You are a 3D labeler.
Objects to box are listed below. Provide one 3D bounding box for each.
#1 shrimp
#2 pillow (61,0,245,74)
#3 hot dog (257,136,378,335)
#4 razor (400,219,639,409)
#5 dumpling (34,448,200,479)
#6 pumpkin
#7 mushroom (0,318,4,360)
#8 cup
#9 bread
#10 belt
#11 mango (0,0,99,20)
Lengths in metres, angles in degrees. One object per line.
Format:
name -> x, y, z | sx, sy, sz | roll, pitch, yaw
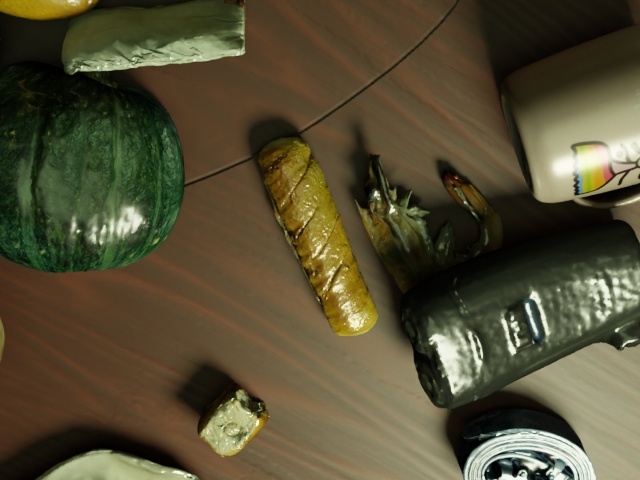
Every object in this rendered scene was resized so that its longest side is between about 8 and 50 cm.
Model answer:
shrimp -> 0.152, -0.019, 1.673 | 0.173, 0.058, 0.253 | -26, 107, -5
pillow -> -0.204, -0.255, 1.561 | 0.229, 0.128, 0.051 | -8, 134, -2
hot dog -> 0.001, -0.001, 1.666 | 0.088, 0.061, 0.286 | -30, 105, -7
razor -> 0.271, 0.093, 1.661 | 0.327, 0.107, 0.189 | -19, 113, -8
dumpling -> -0.276, 0.417, 1.708 | 0.341, 0.181, 0.260 | 17, 82, 22
pumpkin -> -0.311, -0.085, 1.559 | 0.293, 0.197, 0.263 | 10, 101, -8
mushroom -> -0.521, 0.123, 1.603 | 0.254, 0.184, 0.255 | -2, 103, -6
cup -> 0.349, -0.132, 1.602 | 0.200, 0.191, 0.253 | -18, 137, 5
bread -> -0.116, 0.246, 1.714 | 0.076, 0.070, 0.083 | 42, 101, -11
belt -> 0.279, 0.308, 1.744 | 0.190, 0.082, 0.141 | 12, 106, -7
mango -> -0.369, -0.348, 1.532 | 0.227, 0.109, 0.147 | 22, 97, -10
